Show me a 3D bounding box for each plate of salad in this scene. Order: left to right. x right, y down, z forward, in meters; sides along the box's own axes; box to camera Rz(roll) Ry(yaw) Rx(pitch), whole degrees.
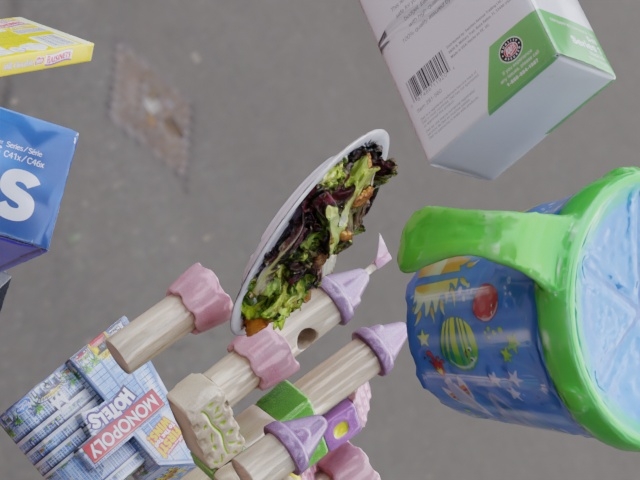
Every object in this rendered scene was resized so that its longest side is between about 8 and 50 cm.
[{"bbox_3d":[0.000,0.000,1.493,0.048,0.200,0.200,37,24,14],"label":"plate of salad"}]

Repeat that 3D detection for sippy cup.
[{"bbox_3d":[0.201,0.066,1.628,0.240,0.224,0.305,-40,112,-39],"label":"sippy cup"}]

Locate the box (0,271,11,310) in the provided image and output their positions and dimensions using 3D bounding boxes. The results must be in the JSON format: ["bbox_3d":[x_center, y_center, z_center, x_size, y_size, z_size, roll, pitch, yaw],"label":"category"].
[{"bbox_3d":[-0.405,0.105,1.919,0.093,0.156,0.158,31,40,8],"label":"box"}]

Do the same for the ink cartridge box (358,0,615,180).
[{"bbox_3d":[0.136,-0.190,1.655,0.092,0.160,0.219,13,47,-45],"label":"ink cartridge box"}]

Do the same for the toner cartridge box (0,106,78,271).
[{"bbox_3d":[-0.325,-0.068,1.074,0.348,0.165,0.075,17,78,-18],"label":"toner cartridge box"}]

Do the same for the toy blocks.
[{"bbox_3d":[0.003,0.175,1.851,0.309,0.260,0.288,36,-27,44],"label":"toy blocks"}]

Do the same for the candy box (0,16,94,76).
[{"bbox_3d":[-0.341,-0.206,2.021,0.206,0.105,0.027,-21,126,-61],"label":"candy box"}]

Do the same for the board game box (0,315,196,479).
[{"bbox_3d":[-0.234,0.217,2.168,0.194,0.060,0.194,49,47,0],"label":"board game box"}]
